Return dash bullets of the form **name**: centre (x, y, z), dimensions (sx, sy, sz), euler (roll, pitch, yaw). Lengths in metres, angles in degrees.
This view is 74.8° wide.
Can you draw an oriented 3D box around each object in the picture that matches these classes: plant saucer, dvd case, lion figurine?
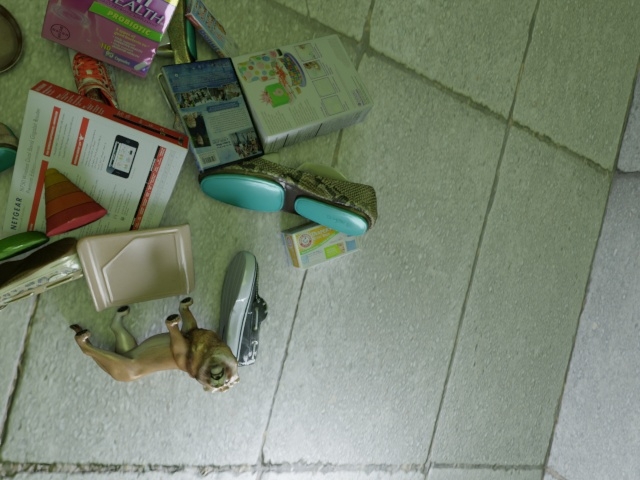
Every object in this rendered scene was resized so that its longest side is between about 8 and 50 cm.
- **plant saucer**: centre (-0.739, -0.441, 0.904), dimensions (0.168, 0.029, 0.169), euler (-3, 97, -25)
- **dvd case**: centre (-0.253, -0.305, 1.014), dimensions (0.180, 0.022, 0.253), euler (-25, 101, -34)
- **lion figurine**: centre (-0.408, 0.284, 1.053), dimensions (0.391, 0.142, 0.240), euler (-5, 115, 7)

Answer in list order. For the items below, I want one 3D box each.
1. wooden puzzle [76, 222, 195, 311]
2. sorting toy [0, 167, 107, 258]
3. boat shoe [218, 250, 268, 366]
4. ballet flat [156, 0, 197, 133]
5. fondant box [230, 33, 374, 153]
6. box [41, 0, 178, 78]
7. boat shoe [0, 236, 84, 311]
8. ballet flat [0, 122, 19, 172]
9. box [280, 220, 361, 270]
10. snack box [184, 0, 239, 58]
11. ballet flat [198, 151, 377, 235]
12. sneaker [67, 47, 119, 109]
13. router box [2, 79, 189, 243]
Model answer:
- **wooden puzzle**: centre (-0.425, 0.060, 0.997), dimensions (0.238, 0.044, 0.221), euler (-12, 132, -24)
- **sorting toy**: centre (-0.632, -0.038, 0.861), dimensions (0.365, 0.127, 0.126), euler (-23, 97, 6)
- **boat shoe**: centre (-0.208, 0.193, 1.167), dimensions (0.119, 0.121, 0.336), euler (5, 104, -32)
- **ballet flat**: centre (-0.352, -0.439, 1.040), dimensions (0.123, 0.123, 0.349), euler (-12, 99, -23)
- **fondant box**: centre (-0.053, -0.405, 1.144), dimensions (0.330, 0.096, 0.239), euler (-23, 82, -22)
- **box**: centre (-0.440, -0.511, 0.888), dimensions (0.213, 0.243, 0.117), euler (14, 48, -37)
- **boat shoe**: centre (-0.651, 0.094, 0.929), dimensions (0.285, 0.105, 0.089), euler (-23, 132, 1)
- **ballet flat**: centre (-0.774, -0.148, 0.871), dimensions (0.315, 0.107, 0.106), euler (-29, 75, -5)
- **box**: centre (0.000, 0.000, 1.238), dimensions (0.203, 0.103, 0.114), euler (-19, 103, -22)
- **snack box**: centre (-0.267, -0.523, 1.053), dimensions (0.178, 0.022, 0.064), euler (40, 54, -57)
- **ballet flat**: centre (-0.074, -0.149, 1.146), dimensions (0.482, 0.164, 0.182), euler (14, 57, -4)
- **sneaker**: centre (-0.511, -0.359, 0.951), dimensions (0.090, 0.145, 0.270), euler (-12, 99, -23)
- **router box**: centre (-0.493, -0.128, 0.931), dimensions (0.301, 0.082, 0.336), euler (19, 116, -25)
